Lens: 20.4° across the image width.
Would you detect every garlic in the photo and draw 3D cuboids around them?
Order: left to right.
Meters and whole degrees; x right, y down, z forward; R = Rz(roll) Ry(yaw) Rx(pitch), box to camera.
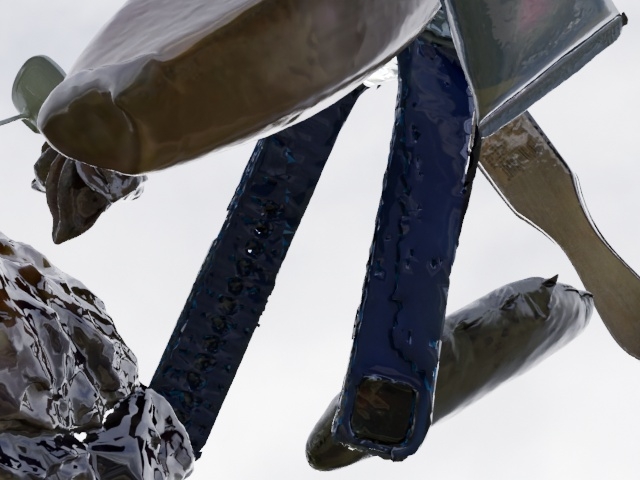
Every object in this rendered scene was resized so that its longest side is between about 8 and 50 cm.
[{"bbox_3d":[-0.012,-0.121,0.863,0.143,0.318,0.112,-5,-68,36],"label":"garlic"}]

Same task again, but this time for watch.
[{"bbox_3d":[-0.005,-0.005,1.050,0.068,0.274,0.276,16,-14,-29],"label":"watch"}]

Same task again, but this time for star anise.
[{"bbox_3d":[-0.193,-0.092,1.645,0.073,0.197,0.212,32,-68,-28],"label":"star anise"}]

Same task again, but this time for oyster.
[{"bbox_3d":[-0.170,0.036,0.785,0.275,0.271,0.100,29,-86,-4],"label":"oyster"}]

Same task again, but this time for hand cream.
[{"bbox_3d":[0.066,-0.147,0.728,0.088,0.055,0.256,-40,-41,-11],"label":"hand cream"}]

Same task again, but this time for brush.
[{"bbox_3d":[0.216,-0.016,1.571,0.070,0.327,0.065,-36,-33,6],"label":"brush"}]

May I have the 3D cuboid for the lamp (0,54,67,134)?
[{"bbox_3d":[-0.262,-0.075,1.212,0.050,0.198,0.056,47,-43,21],"label":"lamp"}]

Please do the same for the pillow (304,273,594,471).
[{"bbox_3d":[0.093,0.074,1.161,0.241,0.051,0.093,-24,-30,-26],"label":"pillow"}]
